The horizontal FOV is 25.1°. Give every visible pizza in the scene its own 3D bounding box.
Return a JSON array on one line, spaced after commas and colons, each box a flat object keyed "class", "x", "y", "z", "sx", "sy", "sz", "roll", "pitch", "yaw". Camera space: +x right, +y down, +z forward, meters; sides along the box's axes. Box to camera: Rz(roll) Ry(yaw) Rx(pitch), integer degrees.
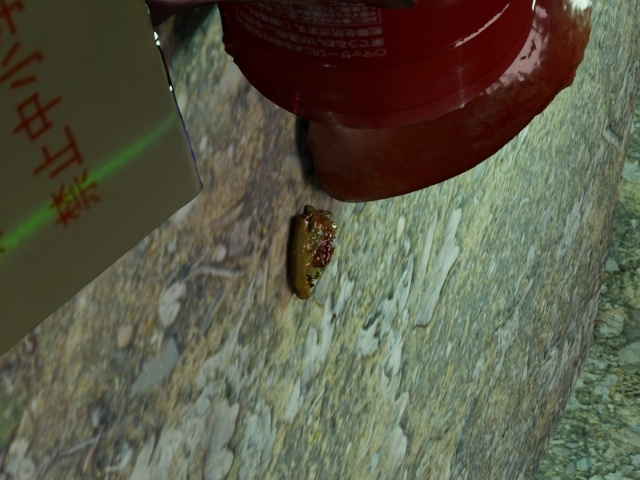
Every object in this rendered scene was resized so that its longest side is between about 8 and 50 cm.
[{"class": "pizza", "x": 0.000, "y": 0.000, "z": 1.125, "sx": 0.083, "sy": 0.025, "sz": 0.078, "roll": 87, "pitch": 27, "yaw": -42}]

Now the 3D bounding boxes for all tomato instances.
[{"class": "tomato", "x": 0.118, "y": -0.158, "z": 1.113, "sx": 0.309, "sy": 0.170, "sz": 0.309, "roll": 14, "pitch": 90, "yaw": -73}]

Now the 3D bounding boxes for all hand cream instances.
[{"class": "hand cream", "x": 0.027, "y": -0.171, "z": 0.803, "sx": 0.125, "sy": 0.193, "sz": 0.193, "roll": 76, "pitch": 34, "yaw": -58}]

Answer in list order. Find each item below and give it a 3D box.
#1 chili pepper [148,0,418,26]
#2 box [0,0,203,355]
[{"class": "chili pepper", "x": -0.060, "y": -0.242, "z": 0.516, "sx": 0.251, "sy": 0.229, "sz": 0.305, "roll": 5, "pitch": 87, "yaw": -36}, {"class": "box", "x": -0.177, "y": 0.002, "z": 0.330, "sx": 0.310, "sy": 0.084, "sz": 0.198, "roll": -41, "pitch": 149, "yaw": -21}]
